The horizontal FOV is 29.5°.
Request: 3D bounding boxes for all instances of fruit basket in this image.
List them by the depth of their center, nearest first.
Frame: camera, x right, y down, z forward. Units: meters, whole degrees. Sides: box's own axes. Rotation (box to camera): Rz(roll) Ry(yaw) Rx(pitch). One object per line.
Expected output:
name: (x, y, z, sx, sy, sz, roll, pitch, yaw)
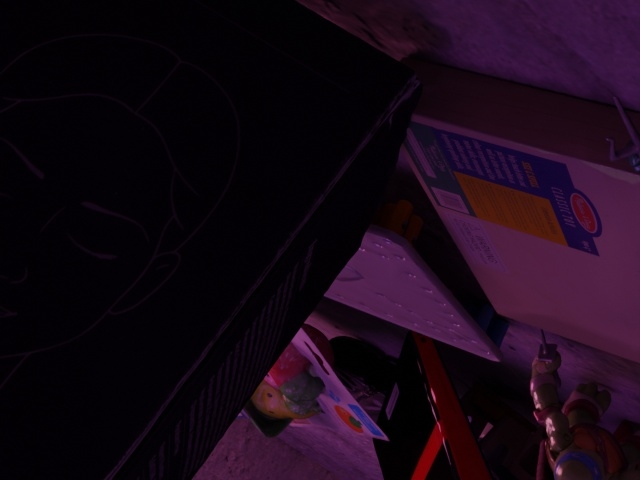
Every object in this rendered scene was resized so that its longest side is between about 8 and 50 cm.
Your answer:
fruit basket: (-0.078, 0.176, 1.814, 0.327, 0.165, 0.353, 52, 164, -13)

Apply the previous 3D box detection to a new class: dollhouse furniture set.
dollhouse furniture set: (0.378, 0.319, 1.707, 0.201, 0.152, 0.374, 40, 178, -37)

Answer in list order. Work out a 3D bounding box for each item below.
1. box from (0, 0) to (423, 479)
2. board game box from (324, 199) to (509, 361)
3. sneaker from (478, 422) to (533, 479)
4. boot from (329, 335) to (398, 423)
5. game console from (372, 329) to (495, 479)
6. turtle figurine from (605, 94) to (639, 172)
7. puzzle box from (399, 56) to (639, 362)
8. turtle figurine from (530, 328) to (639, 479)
box: (-0.260, -0.018, 0.937, 0.480, 0.471, 0.297, 32, 153, 9)
board game box: (0.000, 0.000, 1.415, 0.390, 0.050, 0.390, 20, 167, 30)
sneaker: (0.375, 0.405, 1.901, 0.350, 0.148, 0.131, 12, 157, 46)
boot: (0.014, 0.207, 2.032, 0.338, 0.118, 0.222, 20, 156, 8)
game console: (0.167, 0.352, 1.753, 0.060, 0.342, 0.386, -9, 149, -13)
turtle figurine: (0.282, -0.051, 0.695, 0.234, 0.118, 0.175, 23, -172, -42)
puzzle box: (0.234, 0.002, 1.060, 0.272, 0.052, 0.409, 20, 162, 31)
turtle figurine: (0.341, 0.191, 1.380, 0.198, 0.274, 0.266, -1, 175, 18)
